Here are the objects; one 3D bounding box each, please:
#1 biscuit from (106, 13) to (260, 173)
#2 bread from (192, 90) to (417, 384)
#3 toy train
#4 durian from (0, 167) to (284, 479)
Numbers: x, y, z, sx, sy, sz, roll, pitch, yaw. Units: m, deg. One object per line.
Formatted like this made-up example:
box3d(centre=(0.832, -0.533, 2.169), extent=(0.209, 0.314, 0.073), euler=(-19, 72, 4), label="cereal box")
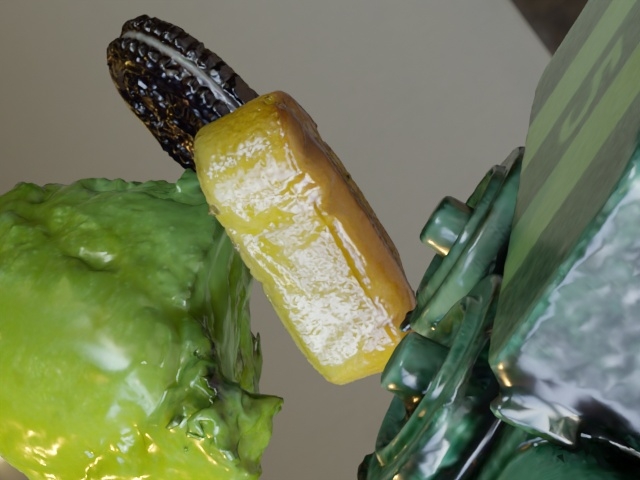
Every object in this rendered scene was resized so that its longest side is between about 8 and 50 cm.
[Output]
box3d(centre=(-0.097, -0.102, 1.363), extent=(0.194, 0.053, 0.194), euler=(39, 165, 13), label="biscuit")
box3d(centre=(0.000, 0.000, 1.216), extent=(0.245, 0.094, 0.102), euler=(58, -165, -32), label="bread")
box3d(centre=(0.134, 0.013, 0.633), extent=(0.167, 0.238, 0.299), euler=(28, -150, -5), label="toy train")
box3d(centre=(-0.159, 0.074, 1.264), extent=(0.204, 0.340, 0.256), euler=(65, -144, -48), label="durian")
